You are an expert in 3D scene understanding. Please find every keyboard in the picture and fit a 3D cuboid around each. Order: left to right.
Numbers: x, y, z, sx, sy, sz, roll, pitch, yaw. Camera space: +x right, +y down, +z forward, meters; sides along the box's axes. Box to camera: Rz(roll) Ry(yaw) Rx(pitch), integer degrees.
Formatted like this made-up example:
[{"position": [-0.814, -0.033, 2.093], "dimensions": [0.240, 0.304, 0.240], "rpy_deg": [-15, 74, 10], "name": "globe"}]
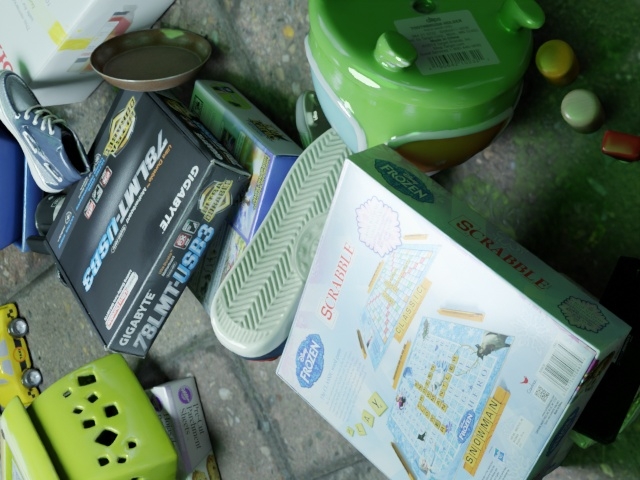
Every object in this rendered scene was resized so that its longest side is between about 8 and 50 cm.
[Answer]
[{"position": [0.289, 0.105, 1.101], "dimensions": [0.100, 0.038, 0.192], "rpy_deg": [28, 78, 0], "name": "keyboard"}]

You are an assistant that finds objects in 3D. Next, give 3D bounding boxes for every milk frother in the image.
[{"position": [-0.373, 0.001, 1.688], "dimensions": [0.134, 0.129, 0.143], "rpy_deg": [3, 144, 48], "name": "milk frother"}]

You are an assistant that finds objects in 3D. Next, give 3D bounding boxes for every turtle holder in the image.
[{"position": [0.078, -0.210, 1.188], "dimensions": [0.320, 0.243, 0.227], "rpy_deg": [37, 146, 23], "name": "turtle holder"}]

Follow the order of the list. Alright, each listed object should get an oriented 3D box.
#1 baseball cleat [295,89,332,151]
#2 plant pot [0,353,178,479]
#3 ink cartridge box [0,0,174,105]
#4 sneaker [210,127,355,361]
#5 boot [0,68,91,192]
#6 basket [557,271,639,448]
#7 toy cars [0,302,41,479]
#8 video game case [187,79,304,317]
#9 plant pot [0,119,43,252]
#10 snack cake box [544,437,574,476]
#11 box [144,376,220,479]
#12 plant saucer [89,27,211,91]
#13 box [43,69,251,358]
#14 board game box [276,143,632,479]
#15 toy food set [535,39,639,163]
[{"position": [-0.010, -0.086, 1.391], "dimensions": [0.109, 0.072, 0.206], "rpy_deg": [-20, 85, 39], "name": "baseball cleat"}, {"position": [-0.361, 0.342, 1.617], "dimensions": [0.227, 0.207, 0.228], "rpy_deg": [51, 143, 36], "name": "plant pot"}, {"position": [-0.364, -0.414, 1.554], "dimensions": [0.384, 0.160, 0.279], "rpy_deg": [-37, 76, 37], "name": "ink cartridge box"}, {"position": [0.000, 0.000, 1.305], "dimensions": [0.131, 0.148, 0.350], "rpy_deg": [36, 79, 19], "name": "sneaker"}, {"position": [-0.391, -0.164, 1.512], "dimensions": [0.086, 0.069, 0.190], "rpy_deg": [-17, 105, 41], "name": "boot"}, {"position": [0.278, 0.132, 1.180], "dimensions": [0.167, 0.103, 0.113], "rpy_deg": [40, 122, 25], "name": "basket"}, {"position": [-0.599, 0.303, 1.935], "dimensions": [0.176, 0.087, 0.394], "rpy_deg": [33, 118, 30], "name": "toy cars"}, {"position": [-0.126, -0.047, 1.454], "dimensions": [0.244, 0.061, 0.270], "rpy_deg": [46, 127, 47], "name": "video game case"}, {"position": [-0.571, -0.096, 1.727], "dimensions": [0.236, 0.212, 0.236], "rpy_deg": [28, 117, 53], "name": "plant pot"}, {"position": [0.162, 0.173, 1.251], "dimensions": [0.264, 0.152, 0.089], "rpy_deg": [39, 121, 27], "name": "snack cake box"}, {"position": [-0.195, 0.375, 1.636], "dimensions": [0.063, 0.067, 0.324], "rpy_deg": [-16, 88, 40], "name": "box"}, {"position": [-0.234, -0.249, 1.488], "dimensions": [0.168, 0.168, 0.029], "rpy_deg": [24, 132, 33], "name": "plant saucer"}, {"position": [-0.248, -0.042, 1.455], "dimensions": [0.296, 0.073, 0.293], "rpy_deg": [-59, 40, 15], "name": "box"}, {"position": [0.115, 0.116, 1.105], "dimensions": [0.318, 0.066, 0.319], "rpy_deg": [40, 132, 25], "name": "board game box"}, {"position": [0.338, -0.136, 1.106], "dimensions": [0.232, 0.104, 0.111], "rpy_deg": [11, 93, 19], "name": "toy food set"}]
